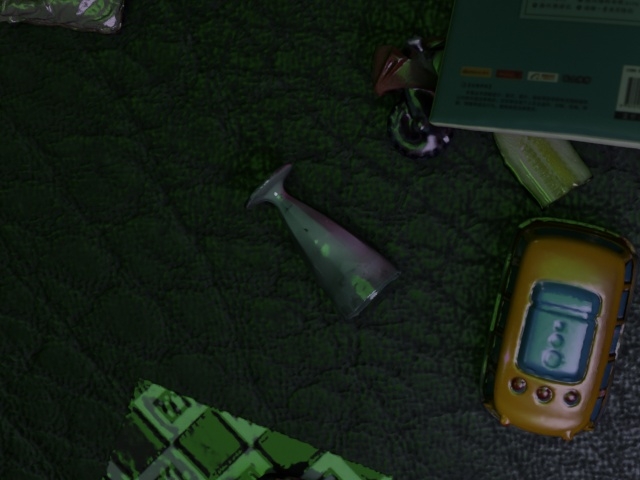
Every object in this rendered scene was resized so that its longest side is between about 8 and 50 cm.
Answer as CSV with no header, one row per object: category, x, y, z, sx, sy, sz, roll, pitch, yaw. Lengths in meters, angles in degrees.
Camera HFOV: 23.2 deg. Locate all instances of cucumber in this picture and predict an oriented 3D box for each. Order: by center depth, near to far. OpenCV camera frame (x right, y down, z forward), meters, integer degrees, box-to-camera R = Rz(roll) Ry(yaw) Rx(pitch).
cucumber,0.204,-0.084,1.502,0.067,0.035,0.107,-35,85,-11

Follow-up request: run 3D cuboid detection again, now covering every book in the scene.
book,0.254,-0.270,1.396,0.264,0.031,0.379,10,82,24

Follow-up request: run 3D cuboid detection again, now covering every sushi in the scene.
sushi,-0.109,0.319,1.542,0.292,0.059,0.294,19,94,7

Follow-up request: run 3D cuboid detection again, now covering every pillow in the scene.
pillow,-0.313,-0.285,1.561,0.248,0.049,0.135,8,88,4

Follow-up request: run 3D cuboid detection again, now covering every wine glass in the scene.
wine glass,0.000,0.000,1.512,0.073,0.073,0.155,-44,86,6

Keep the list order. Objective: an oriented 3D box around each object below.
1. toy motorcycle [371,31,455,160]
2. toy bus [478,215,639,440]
toy motorcycle,0.134,-0.177,1.487,0.212,0.084,0.118,-40,85,-1
toy bus,0.220,0.085,1.453,0.126,0.136,0.209,13,94,7
